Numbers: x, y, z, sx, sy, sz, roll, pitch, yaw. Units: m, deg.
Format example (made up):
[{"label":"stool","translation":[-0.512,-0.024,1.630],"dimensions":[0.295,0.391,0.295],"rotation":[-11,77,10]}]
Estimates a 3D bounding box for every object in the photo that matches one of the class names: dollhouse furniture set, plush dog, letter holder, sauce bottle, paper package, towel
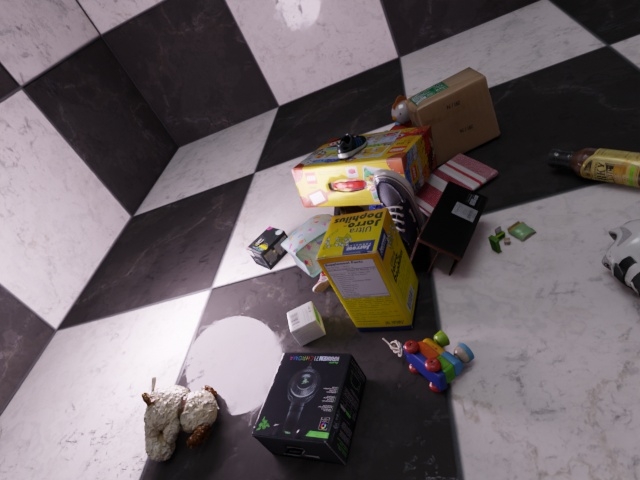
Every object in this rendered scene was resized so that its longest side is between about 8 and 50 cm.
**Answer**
[{"label":"dollhouse furniture set","translation":[0.635,-0.025,1.489],"dimensions":[0.151,0.059,0.076],"rotation":[-33,35,-4]},{"label":"plush dog","translation":[-0.446,0.553,1.449],"dimensions":[0.225,0.211,0.263],"rotation":[-1,38,0]},{"label":"letter holder","translation":[0.441,-0.017,1.565],"dimensions":[0.151,0.215,0.302],"rotation":[26,56,14]},{"label":"sauce bottle","translation":[0.955,-0.256,1.512],"dimensions":[0.111,0.111,0.344],"rotation":[-41,34,-17]},{"label":"paper package","translation":[0.582,-0.543,1.962],"dimensions":[0.324,0.310,0.168],"rotation":[-26,31,6]},{"label":"towel","translation":[0.530,-0.227,1.845],"dimensions":[0.328,0.037,0.237],"rotation":[-35,37,-4]}]

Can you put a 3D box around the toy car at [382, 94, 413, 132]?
[{"label":"toy car","translation":[0.406,-0.606,2.233],"dimensions":[0.210,0.238,0.219],"rotation":[-40,36,-16]}]

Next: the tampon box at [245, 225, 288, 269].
[{"label":"tampon box","translation":[-0.228,0.031,2.001],"dimensions":[0.120,0.102,0.161],"rotation":[17,55,46]}]

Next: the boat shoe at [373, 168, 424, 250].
[{"label":"boat shoe","translation":[0.278,-0.097,1.609],"dimensions":[0.127,0.340,0.158],"rotation":[-4,55,37]}]

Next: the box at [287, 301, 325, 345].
[{"label":"box","translation":[-0.050,0.291,1.556],"dimensions":[0.101,0.087,0.101],"rotation":[-26,35,4]}]

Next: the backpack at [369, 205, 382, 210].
[{"label":"backpack","translation":[0.264,-0.143,1.871],"dimensions":[0.120,0.098,0.101],"rotation":[-9,40,25]}]

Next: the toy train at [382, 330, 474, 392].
[{"label":"toy train","translation":[0.306,0.306,1.279],"dimensions":[0.143,0.105,0.248],"rotation":[-29,33,-17]}]

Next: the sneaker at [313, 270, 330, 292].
[{"label":"sneaker","translation":[0.005,0.154,1.731],"dimensions":[0.118,0.042,0.067],"rotation":[-36,38,-22]}]

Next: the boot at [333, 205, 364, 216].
[{"label":"boot","translation":[0.123,-0.142,2.002],"dimensions":[0.115,0.113,0.305],"rotation":[3,30,-7]}]

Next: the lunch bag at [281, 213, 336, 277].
[{"label":"lunch bag","translation":[0.000,0.000,1.797],"dimensions":[0.262,0.160,0.223],"rotation":[-39,21,-10]}]

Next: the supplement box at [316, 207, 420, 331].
[{"label":"supplement box","translation":[0.164,0.102,1.405],"dimensions":[0.194,0.357,0.195],"rotation":[-8,40,28]}]

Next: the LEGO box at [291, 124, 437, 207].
[{"label":"LEGO box","translation":[0.194,-0.311,1.897],"dimensions":[0.499,0.193,0.372],"rotation":[0,31,33]}]

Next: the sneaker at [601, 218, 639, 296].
[{"label":"sneaker","translation":[0.836,0.081,1.181],"dimensions":[0.146,0.122,0.331],"rotation":[-22,32,44]}]

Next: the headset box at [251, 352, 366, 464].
[{"label":"headset box","translation":[-0.029,0.477,1.268],"dimensions":[0.246,0.131,0.283],"rotation":[-7,41,30]}]

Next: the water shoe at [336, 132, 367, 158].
[{"label":"water shoe","translation":[0.130,-0.400,1.796],"dimensions":[0.072,0.080,0.203],"rotation":[-1,31,32]}]
